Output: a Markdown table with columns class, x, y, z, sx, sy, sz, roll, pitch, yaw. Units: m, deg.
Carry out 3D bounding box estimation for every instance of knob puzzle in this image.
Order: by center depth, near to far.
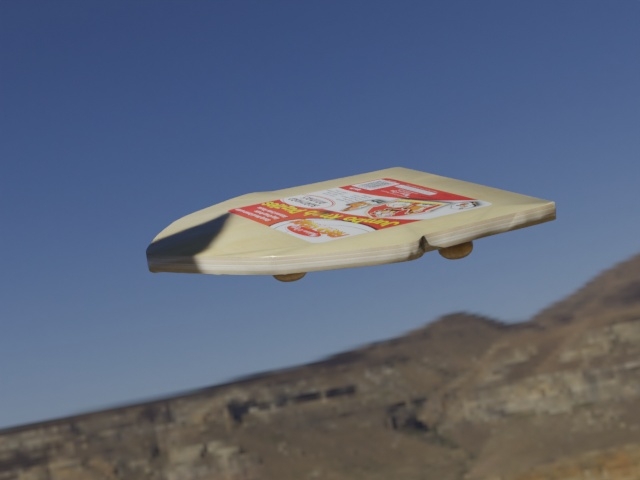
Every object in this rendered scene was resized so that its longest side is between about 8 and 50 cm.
| class | x | y | z | sx | sy | sz | roll | pitch | yaw |
| --- | --- | --- | --- | --- | --- | --- | --- | --- | --- |
| knob puzzle | 0.000 | 0.000 | 0.747 | 0.213 | 0.030 | 0.213 | -6 | 13 | 1 |
